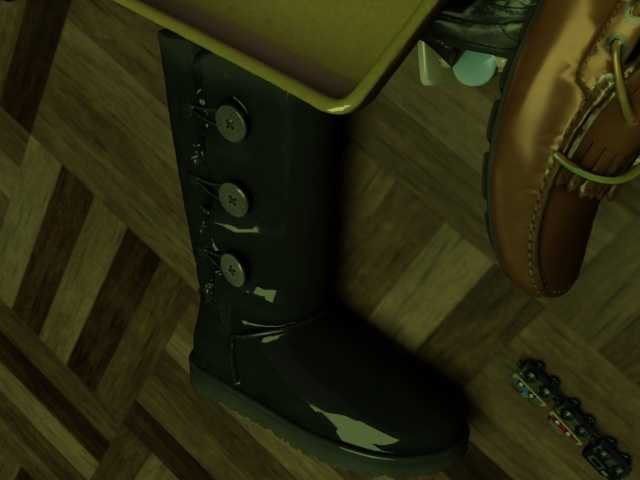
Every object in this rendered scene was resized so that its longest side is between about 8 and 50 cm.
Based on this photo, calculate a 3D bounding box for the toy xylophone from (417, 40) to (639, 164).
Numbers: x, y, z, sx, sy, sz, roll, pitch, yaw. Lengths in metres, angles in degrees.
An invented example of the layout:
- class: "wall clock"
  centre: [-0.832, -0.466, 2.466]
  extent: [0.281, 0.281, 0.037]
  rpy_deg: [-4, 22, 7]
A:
- class: "toy xylophone"
  centre: [0.236, -0.158, 0.642]
  extent: [0.323, 0.081, 0.236]
  rpy_deg: [-2, 111, 34]

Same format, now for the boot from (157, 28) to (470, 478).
- class: "boot"
  centre: [-0.002, 0.000, 0.848]
  extent: [0.367, 0.146, 0.444]
  rpy_deg: [13, 114, 26]

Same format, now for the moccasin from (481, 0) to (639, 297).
- class: "moccasin"
  centre: [0.219, -0.121, 0.541]
  extent: [0.147, 0.139, 0.379]
  rpy_deg: [31, 117, 29]

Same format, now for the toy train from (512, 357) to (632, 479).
- class: "toy train"
  centre: [0.256, 0.185, 0.824]
  extent: [0.158, 0.027, 0.036]
  rpy_deg: [48, 139, 5]

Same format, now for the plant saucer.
- class: "plant saucer"
  centre: [0.010, -0.265, 0.626]
  extent: [0.333, 0.081, 0.332]
  rpy_deg: [33, 82, 32]

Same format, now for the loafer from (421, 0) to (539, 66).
- class: "loafer"
  centre: [0.102, -0.168, 0.635]
  extent: [0.170, 0.062, 0.061]
  rpy_deg: [10, 121, 31]
